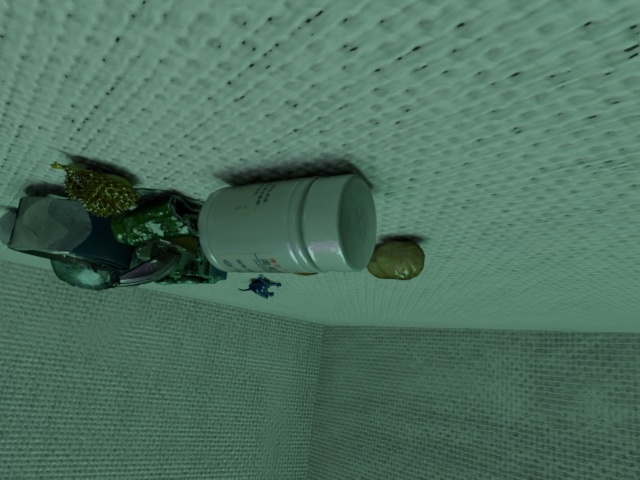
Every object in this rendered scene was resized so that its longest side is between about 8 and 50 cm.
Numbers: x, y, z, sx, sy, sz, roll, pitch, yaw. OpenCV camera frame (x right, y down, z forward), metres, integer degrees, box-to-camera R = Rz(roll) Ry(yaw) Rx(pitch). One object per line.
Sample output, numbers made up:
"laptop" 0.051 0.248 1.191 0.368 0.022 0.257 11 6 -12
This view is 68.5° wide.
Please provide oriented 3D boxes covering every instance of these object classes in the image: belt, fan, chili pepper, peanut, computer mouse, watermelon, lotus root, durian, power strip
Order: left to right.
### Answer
"belt" -0.707 -0.008 1.366 0.301 0.172 0.436 8 166 -8
"durian" -0.493 -0.112 1.029 0.147 0.102 0.208 6 162 28
"watermelon" -0.786 0.091 1.695 0.319 0.148 0.226 -10 -156 -31
"computer mouse" -0.540 0.101 1.480 0.231 0.071 0.126 -28 -171 -13
"chili pepper" -0.435 -0.044 1.205 0.271 0.098 0.136 -7 167 27
"power strip" -0.600 0.057 1.739 0.052 0.078 0.272 6 165 5
"fan" -0.396 -0.101 1.184 0.240 0.009 0.131 7 165 1
"lotus root" -0.447 -0.020 1.393 0.183 0.077 0.204 10 166 39
"peanut" 0.197 0.055 1.304 0.120 0.110 0.236 -9 180 -23

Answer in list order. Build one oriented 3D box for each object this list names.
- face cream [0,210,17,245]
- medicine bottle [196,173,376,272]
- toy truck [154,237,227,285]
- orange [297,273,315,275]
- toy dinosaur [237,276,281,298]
"face cream" -0.963 -0.031 1.505 0.104 0.117 0.117 27 164 -1
"medicine bottle" -0.063 -0.028 0.946 0.333 0.189 0.190 -2 162 32
"toy truck" -0.447 0.080 1.616 0.279 0.154 0.156 -5 169 39
"orange" -0.040 0.043 1.348 0.136 0.117 0.135 12 -173 -2
"toy dinosaur" -0.280 0.226 2.226 0.145 0.076 0.329 21 159 -21
